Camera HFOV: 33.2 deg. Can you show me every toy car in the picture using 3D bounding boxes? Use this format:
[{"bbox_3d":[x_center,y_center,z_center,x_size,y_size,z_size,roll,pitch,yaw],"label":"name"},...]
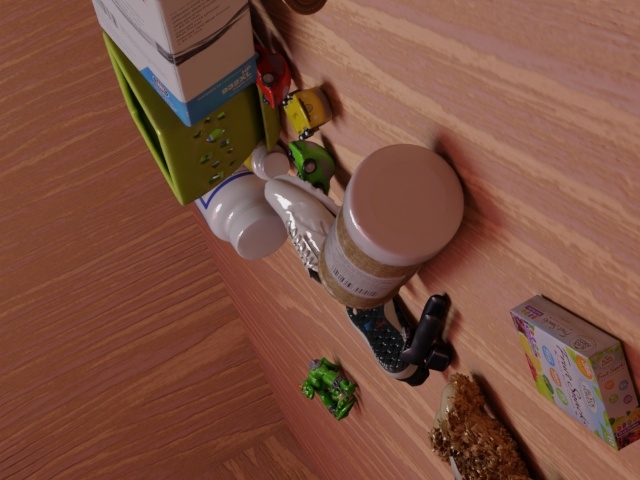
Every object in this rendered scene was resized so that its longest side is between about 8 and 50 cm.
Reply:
[{"bbox_3d":[-0.023,-0.154,1.510,0.239,0.053,0.225,50,163,53],"label":"toy car"}]

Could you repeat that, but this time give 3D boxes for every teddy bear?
[{"bbox_3d":[0.235,0.324,1.358,0.245,0.113,0.338,86,164,-46],"label":"teddy bear"}]

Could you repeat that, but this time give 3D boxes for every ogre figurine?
[{"bbox_3d":[0.021,0.322,2.344,0.118,0.097,0.197,41,178,16],"label":"ogre figurine"}]

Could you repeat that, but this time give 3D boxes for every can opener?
[{"bbox_3d":[0.142,0.116,1.406,0.186,0.073,0.059,90,-170,-61],"label":"can opener"}]

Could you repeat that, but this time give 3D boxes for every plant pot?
[{"bbox_3d":[-0.190,-0.230,1.698,0.228,0.207,0.227,58,168,24],"label":"plant pot"}]

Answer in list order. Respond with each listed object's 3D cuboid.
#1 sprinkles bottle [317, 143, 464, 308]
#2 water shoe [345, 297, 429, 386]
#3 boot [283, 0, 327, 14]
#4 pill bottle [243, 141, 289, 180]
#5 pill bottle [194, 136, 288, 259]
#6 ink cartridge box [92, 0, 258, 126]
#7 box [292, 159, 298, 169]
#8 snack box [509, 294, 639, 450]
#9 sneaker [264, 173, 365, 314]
[{"bbox_3d":[0.070,-0.004,1.244,0.121,0.121,0.355,62,169,8],"label":"sprinkles bottle"},{"bbox_3d":[0.095,0.131,1.571,0.080,0.073,0.203,45,-163,-45],"label":"water shoe"},{"bbox_3d":[-0.044,-0.321,1.173,0.152,0.073,0.197,144,111,-78],"label":"boot"},{"bbox_3d":[-0.092,-0.138,1.834,0.065,0.065,0.116,68,169,-22],"label":"pill bottle"},{"bbox_3d":[-0.165,-0.092,2.055,0.272,0.152,0.152,54,166,36],"label":"pill bottle"},{"bbox_3d":[-0.200,-0.322,1.361,0.223,0.129,0.307,50,166,17],"label":"ink cartridge box"},{"bbox_3d":[-0.016,-0.106,1.676,0.083,0.018,0.067,60,169,14],"label":"box"},{"bbox_3d":[0.234,0.118,0.987,0.100,0.037,0.141,66,168,-21],"label":"snack box"},{"bbox_3d":[0.000,0.000,1.500,0.235,0.095,0.090,40,167,17],"label":"sneaker"}]
